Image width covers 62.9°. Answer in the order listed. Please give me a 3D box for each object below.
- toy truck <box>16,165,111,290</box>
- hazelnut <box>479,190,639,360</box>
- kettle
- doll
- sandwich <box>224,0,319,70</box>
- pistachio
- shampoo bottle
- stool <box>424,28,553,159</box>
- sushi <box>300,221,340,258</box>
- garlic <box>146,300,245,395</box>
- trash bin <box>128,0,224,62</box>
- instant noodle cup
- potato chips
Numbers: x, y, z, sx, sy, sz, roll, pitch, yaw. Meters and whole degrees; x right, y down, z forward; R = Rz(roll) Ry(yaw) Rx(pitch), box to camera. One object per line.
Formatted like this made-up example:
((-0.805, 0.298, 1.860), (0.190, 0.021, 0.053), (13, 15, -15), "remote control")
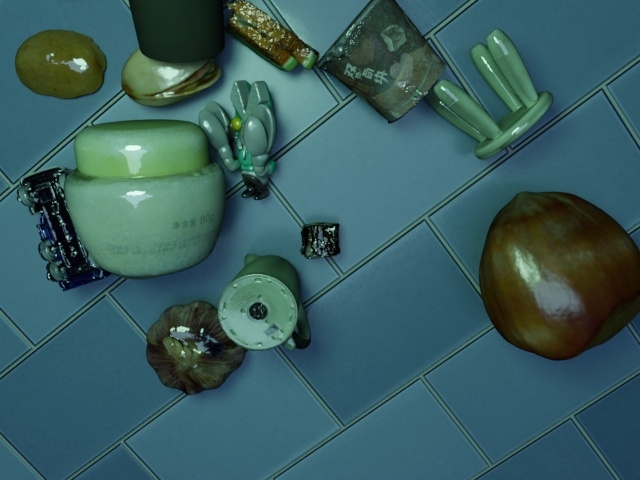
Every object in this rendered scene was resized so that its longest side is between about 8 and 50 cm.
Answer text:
((-0.571, -0.034, 1.209), (0.124, 0.155, 0.268), (-17, 99, 4), "toy truck")
((0.506, 0.077, 1.136), (0.365, 0.366, 0.367), (0, 102, 1), "hazelnut")
((-0.108, 0.148, 1.187), (0.165, 0.255, 0.240), (-41, 97, 6), "kettle")
((-0.154, -0.222, 1.160), (0.194, 0.153, 0.259), (-20, 98, 33), "doll")
((-0.113, -0.427, 1.110), (0.235, 0.159, 0.079), (33, 103, 0), "sandwich")
((-0.329, -0.364, 1.143), (0.214, 0.144, 0.144), (-14, 102, 6), "pistachio")
((-0.360, -0.089, 1.107), (0.321, 0.322, 0.318), (-3, 108, 1), "shampoo bottle")
((0.358, -0.307, 1.118), (0.195, 0.195, 0.199), (-42, 97, 9), "stool")
((0.001, 0.000, 1.235), (0.094, 0.098, 0.085), (-3, 101, 4), "sushi")
((-0.307, 0.267, 1.264), (0.244, 0.160, 0.245), (0, 103, 0), "garlic")
((-0.282, -0.527, 0.979), (0.213, 0.214, 0.334), (5, 130, -1), "trash bin")
((0.133, -0.380, 1.105), (0.207, 0.217, 0.217), (40, 100, -15), "instant noodle cup")
((-0.591, -0.399, 1.184), (0.201, 0.049, 0.151), (5, 107, -7), "potato chips")
